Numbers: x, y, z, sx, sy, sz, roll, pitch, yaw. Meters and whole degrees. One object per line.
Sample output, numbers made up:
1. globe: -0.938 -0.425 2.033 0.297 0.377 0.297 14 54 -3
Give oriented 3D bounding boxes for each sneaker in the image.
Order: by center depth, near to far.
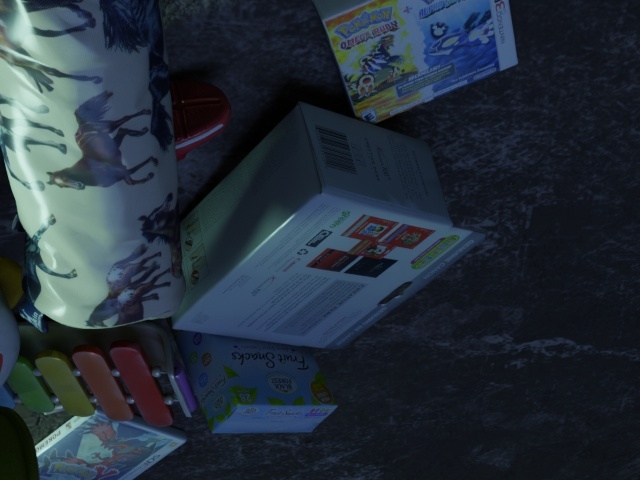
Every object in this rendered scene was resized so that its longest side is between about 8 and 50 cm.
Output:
1. sneaker: -0.189 -0.098 1.227 0.221 0.087 0.128 -15 153 10

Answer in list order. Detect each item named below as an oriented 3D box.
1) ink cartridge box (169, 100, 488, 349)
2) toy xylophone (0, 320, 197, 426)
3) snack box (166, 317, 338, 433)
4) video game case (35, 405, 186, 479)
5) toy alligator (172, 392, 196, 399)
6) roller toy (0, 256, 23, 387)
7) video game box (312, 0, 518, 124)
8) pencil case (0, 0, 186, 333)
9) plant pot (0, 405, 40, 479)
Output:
1. ink cartridge box: 0.000 0.000 1.353 0.272 0.130 0.309 13 140 -38
2. toy xylophone: -0.310 0.184 1.439 0.322 0.081 0.236 -6 143 13
3. snack box: -0.094 0.149 1.445 0.174 0.207 0.070 8 135 -45
4. video game case: -0.338 0.328 1.711 0.183 0.023 0.201 -37 141 19
5. toy alligator: -0.129 0.209 1.651 0.189 0.056 0.051 2 95 -27
6. roller toy: -0.416 0.085 1.123 0.209 0.146 0.191 -45 144 7
7. video game box: 0.111 -0.231 1.226 0.205 0.048 0.187 -23 141 1
8. pencil case: -0.229 -0.112 1.023 0.183 0.160 0.410 9 123 16
9. plant pot: -0.561 0.335 1.245 0.353 0.366 0.366 20 127 -36
